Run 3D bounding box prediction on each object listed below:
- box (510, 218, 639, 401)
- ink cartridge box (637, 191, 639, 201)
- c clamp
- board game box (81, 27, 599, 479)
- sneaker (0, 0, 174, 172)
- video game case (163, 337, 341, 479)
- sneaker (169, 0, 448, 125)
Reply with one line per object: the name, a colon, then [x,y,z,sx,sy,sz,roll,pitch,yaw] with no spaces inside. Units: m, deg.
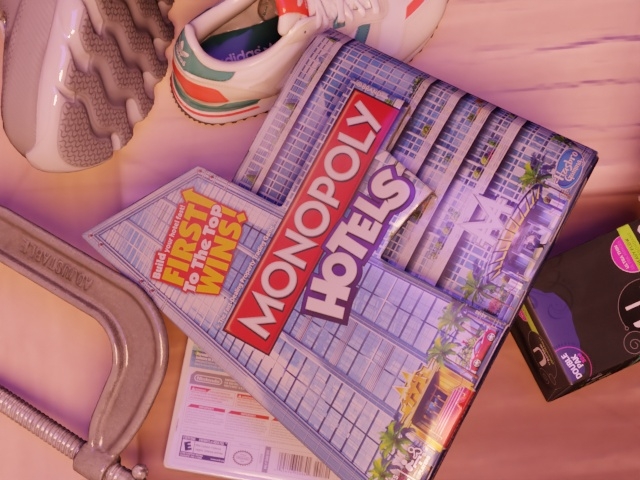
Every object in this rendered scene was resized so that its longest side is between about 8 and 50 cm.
box: [0.140,0.034,0.576,0.083,0.052,0.062,-22,75,-9]
ink cartridge box: [0.322,-0.185,0.515,0.160,0.279,0.385,26,68,-5]
c clamp: [-0.136,0.064,0.540,0.160,0.022,0.137,34,108,15]
board game box: [0.000,0.000,0.540,0.194,0.060,0.194,27,87,12]
sneaker: [-0.144,-0.162,0.604,0.115,0.105,0.281,-6,68,11]
video game case: [-0.024,0.060,0.578,0.087,0.011,0.122,10,73,-1]
sneaker: [-0.002,-0.112,0.596,0.161,0.075,0.057,-22,76,-10]
